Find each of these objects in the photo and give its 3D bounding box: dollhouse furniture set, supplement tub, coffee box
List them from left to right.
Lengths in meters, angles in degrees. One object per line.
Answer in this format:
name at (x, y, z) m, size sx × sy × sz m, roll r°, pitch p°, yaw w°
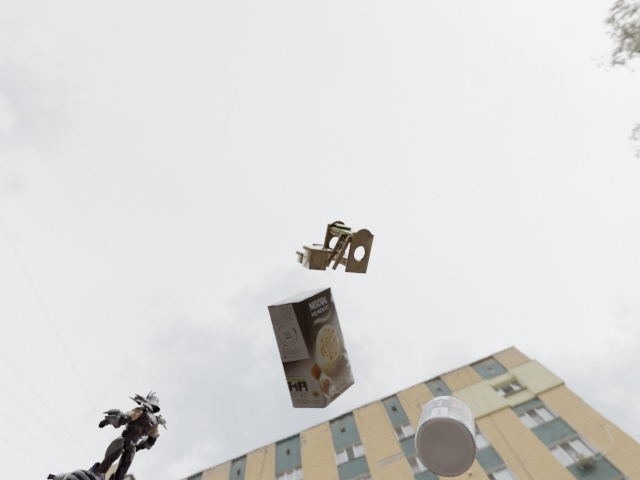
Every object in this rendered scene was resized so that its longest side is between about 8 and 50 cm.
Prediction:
coffee box at (-0.019, 0.250, 1.114) m, size 0.098 × 0.141 × 0.247 m, roll -13°, pitch -88°, yaw 35°
dollhouse furniture set at (0.000, 0.000, 1.076) m, size 0.160 × 0.182 × 0.101 m, roll 6°, pitch -81°, yaw -34°
supplement tub at (0.261, 0.394, 0.973) m, size 0.117 × 0.190 × 0.117 m, roll -1°, pitch -92°, yaw 17°

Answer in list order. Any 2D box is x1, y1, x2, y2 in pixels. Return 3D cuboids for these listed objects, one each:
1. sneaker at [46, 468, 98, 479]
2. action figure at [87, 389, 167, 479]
sneaker at (-0.468, 0.553, 0.957) m, size 0.098 × 0.083 × 0.224 m, roll -11°, pitch -72°, yaw 30°
action figure at (-0.465, 0.485, 1.109) m, size 0.099 × 0.285 × 0.185 m, roll -4°, pitch -47°, yaw 29°
